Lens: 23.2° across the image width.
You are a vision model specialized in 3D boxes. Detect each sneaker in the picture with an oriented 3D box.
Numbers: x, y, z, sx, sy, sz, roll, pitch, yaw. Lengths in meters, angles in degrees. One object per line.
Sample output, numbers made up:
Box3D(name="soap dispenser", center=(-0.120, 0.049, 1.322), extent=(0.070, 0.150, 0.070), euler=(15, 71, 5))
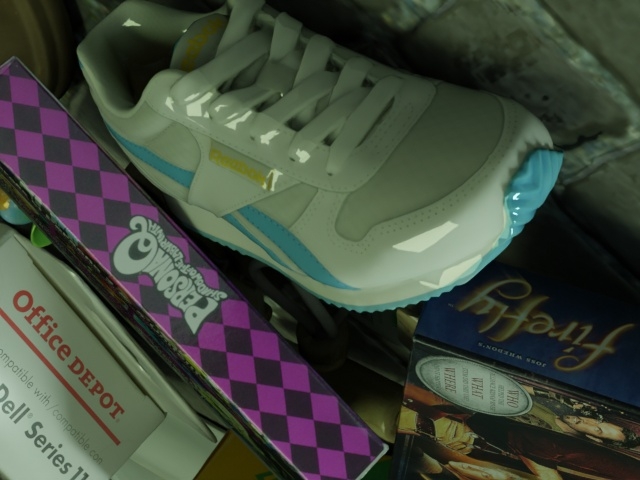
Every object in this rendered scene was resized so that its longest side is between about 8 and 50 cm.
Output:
Box3D(name="sneaker", center=(-0.011, -0.040, 0.586), extent=(0.229, 0.087, 0.092), euler=(13, 149, 48))

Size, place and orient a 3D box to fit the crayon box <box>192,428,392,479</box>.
Box3D(name="crayon box", center=(0.044, 0.219, 0.991), extent=(0.318, 0.081, 0.202), euler=(5, 141, 47))

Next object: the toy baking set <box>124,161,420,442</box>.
Box3D(name="toy baking set", center=(-0.011, 0.043, 0.774), extent=(0.256, 0.030, 0.197), euler=(25, 164, 42))

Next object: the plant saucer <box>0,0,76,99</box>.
Box3D(name="plant saucer", center=(-0.239, -0.161, 0.779), extent=(0.278, 0.041, 0.278), euler=(34, 156, 17))

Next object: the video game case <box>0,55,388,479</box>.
Box3D(name="video game case", center=(-0.074, 0.027, 0.750), extent=(0.232, 0.042, 0.210), euler=(46, 171, 0))

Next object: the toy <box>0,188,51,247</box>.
Box3D(name="toy", center=(-0.252, -0.071, 0.966), extent=(0.237, 0.056, 0.137), euler=(34, 157, 15))

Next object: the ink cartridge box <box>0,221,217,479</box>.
Box3D(name="ink cartridge box", center=(-0.252, 0.074, 1.136), extent=(0.353, 0.119, 0.207), euler=(21, 152, 50))

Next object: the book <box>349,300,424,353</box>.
Box3D(name="book", center=(0.000, 0.000, 0.731), extent=(0.144, 0.035, 0.096), euler=(32, 163, 16))

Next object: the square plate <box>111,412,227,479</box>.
Box3D(name="square plate", center=(-0.063, 0.249, 1.305), extent=(0.344, 0.049, 0.347), euler=(24, 154, 36))

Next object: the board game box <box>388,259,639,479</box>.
Box3D(name="board game box", center=(0.113, 0.095, 0.651), extent=(0.165, 0.042, 0.243), euler=(17, 155, 8))
